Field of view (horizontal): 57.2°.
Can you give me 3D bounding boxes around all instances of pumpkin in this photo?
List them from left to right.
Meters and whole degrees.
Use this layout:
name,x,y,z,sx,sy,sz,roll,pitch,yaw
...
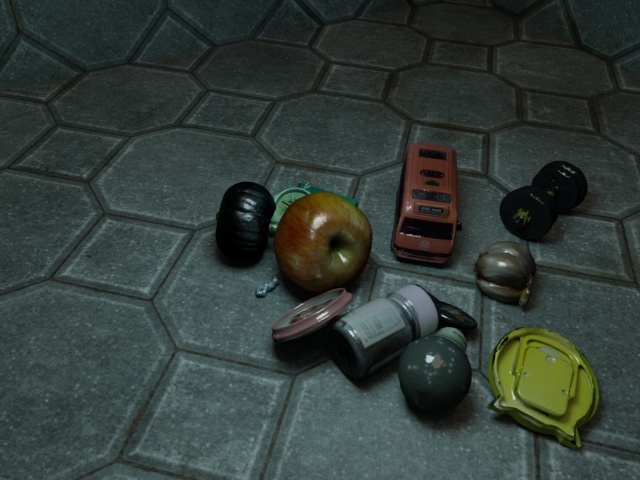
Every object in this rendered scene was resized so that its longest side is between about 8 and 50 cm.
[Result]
name,x,y,z,sx,sy,sz,roll,pitch,yaw
pumpkin,-0.201,-0.054,1.809,0.247,0.248,0.248,2,41,-1

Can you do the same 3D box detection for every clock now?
name,x,y,z,sx,sy,sz,roll,pitch,yaw
clock,-0.083,-0.107,1.951,0.159,0.066,0.211,5,63,10
clock,-0.021,0.202,1.563,0.244,0.056,0.244,-26,5,2
clock,0.562,0.362,1.502,0.277,0.071,0.293,29,55,12

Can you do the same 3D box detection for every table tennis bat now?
name,x,y,z,sx,sy,sz,roll,pitch,yaw
table tennis bat,0.347,0.191,1.684,0.150,0.027,0.236,11,18,-40

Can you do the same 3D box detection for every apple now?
name,x,y,z,sx,sy,sz,roll,pitch,yaw
apple,0.000,0.000,1.733,0.301,0.302,0.302,2,41,-1

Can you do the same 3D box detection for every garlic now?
name,x,y,z,sx,sy,sz,roll,pitch,yaw
garlic,0.565,0.074,1.766,0.191,0.160,0.214,26,49,17

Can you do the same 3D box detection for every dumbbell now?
name,x,y,z,sx,sy,sz,roll,pitch,yaw
dumbbell,0.763,-0.141,2.005,0.185,0.185,0.388,33,50,30

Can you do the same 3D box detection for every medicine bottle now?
name,x,y,z,sx,sy,sz,roll,pitch,yaw
medicine bottle,0.164,0.235,1.554,0.273,0.165,0.165,-23,47,-28

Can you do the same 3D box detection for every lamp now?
name,x,y,z,sx,sy,sz,roll,pitch,yaw
lamp,0.298,0.289,1.494,0.181,0.182,0.314,13,38,12

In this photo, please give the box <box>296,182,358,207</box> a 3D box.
name,x,y,z,sx,sy,sz,roll,pitch,yaw
box,-0.003,-0.116,2.035,0.226,0.042,0.161,18,44,16

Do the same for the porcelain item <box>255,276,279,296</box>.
name,x,y,z,sx,sy,sz,roll,pitch,yaw
porcelain item,-0.160,0.138,1.746,0.036,0.028,0.083,32,50,26

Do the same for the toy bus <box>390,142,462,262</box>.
name,x,y,z,sx,sy,sz,roll,pitch,yaw
toy bus,0.352,-0.131,1.932,0.203,0.233,0.427,8,41,5
